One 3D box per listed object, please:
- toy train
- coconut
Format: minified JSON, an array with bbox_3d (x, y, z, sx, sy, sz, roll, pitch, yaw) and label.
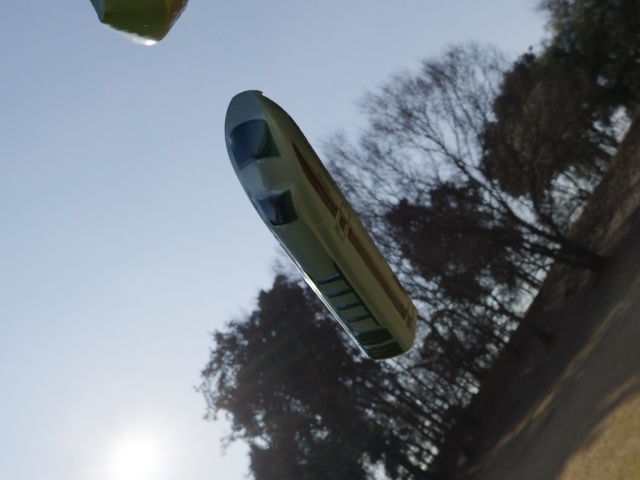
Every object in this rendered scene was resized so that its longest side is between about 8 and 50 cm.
[{"bbox_3d":[0.000,0.000,0.812,0.407,0.086,0.088,54,-144,-34],"label":"toy train"},{"bbox_3d":[-0.376,-0.508,1.324,0.236,0.204,0.236,-62,1,1],"label":"coconut"}]
